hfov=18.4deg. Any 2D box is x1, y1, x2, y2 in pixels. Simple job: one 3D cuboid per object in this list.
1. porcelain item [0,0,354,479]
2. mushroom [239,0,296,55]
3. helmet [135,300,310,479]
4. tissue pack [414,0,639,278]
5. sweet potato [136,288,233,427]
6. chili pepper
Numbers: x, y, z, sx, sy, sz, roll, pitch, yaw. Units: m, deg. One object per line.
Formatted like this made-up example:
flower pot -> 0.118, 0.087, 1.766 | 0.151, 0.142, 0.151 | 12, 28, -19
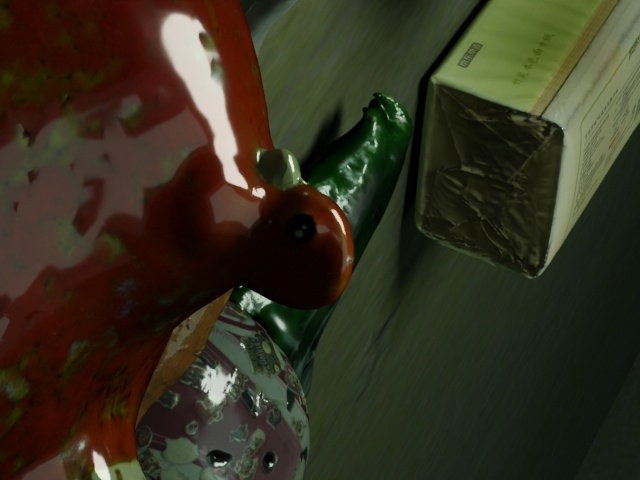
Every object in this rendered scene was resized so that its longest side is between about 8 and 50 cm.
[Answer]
porcelain item -> -0.102, -0.009, 0.569 | 0.253, 0.253, 0.253 | -57, 161, -33
mushroom -> -0.047, -0.099, 0.871 | 0.099, 0.096, 0.278 | -43, 161, -32
helmet -> -0.064, 0.110, 1.068 | 0.153, 0.107, 0.177 | -59, 163, -19
tissue pack -> 0.171, -0.112, 1.501 | 0.234, 0.125, 0.159 | -53, 157, -39
sweet potato -> -0.105, 0.076, 0.969 | 0.055, 0.058, 0.202 | 34, 89, -49
chili pepper -> -0.003, -0.001, 1.195 | 0.108, 0.062, 0.216 | 87, 26, -65
